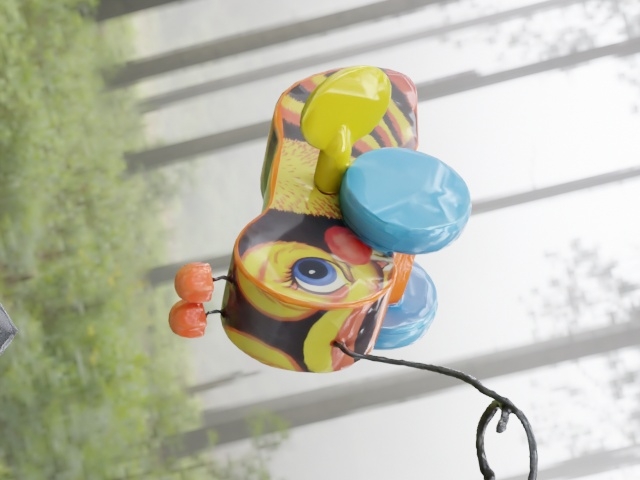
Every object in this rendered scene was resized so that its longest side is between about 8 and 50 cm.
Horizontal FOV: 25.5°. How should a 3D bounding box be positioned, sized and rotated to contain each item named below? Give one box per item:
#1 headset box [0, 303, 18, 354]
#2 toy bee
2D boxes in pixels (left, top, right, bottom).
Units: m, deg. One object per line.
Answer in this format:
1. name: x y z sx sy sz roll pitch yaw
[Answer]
1. headset box: -0.235 0.044 0.888 0.032 0.083 0.062 -60 144 -33
2. toy bee: 0.000 0.000 0.752 0.298 0.162 0.195 -120 -144 -65
